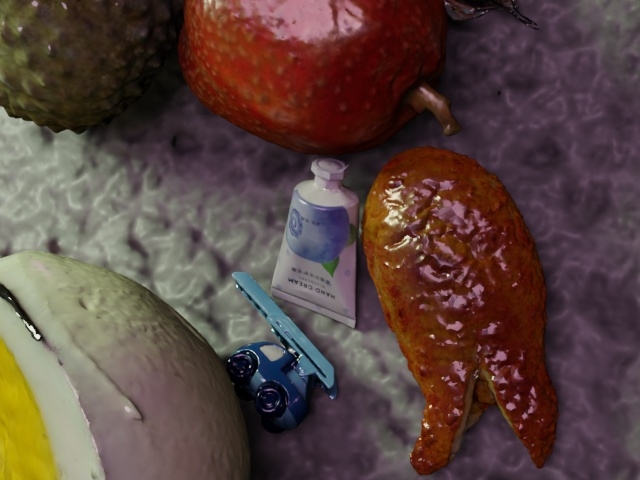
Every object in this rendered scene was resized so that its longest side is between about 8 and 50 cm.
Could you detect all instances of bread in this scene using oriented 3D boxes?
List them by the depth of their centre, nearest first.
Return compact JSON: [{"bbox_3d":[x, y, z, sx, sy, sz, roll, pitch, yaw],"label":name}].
[{"bbox_3d":[0.110,0.054,1.028,0.139,0.095,0.269,-14,79,21],"label":"bread"}]

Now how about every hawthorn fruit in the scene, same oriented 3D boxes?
[{"bbox_3d":[0.011,-0.156,1.044,0.253,0.205,0.205,35,93,10],"label":"hawthorn fruit"}]

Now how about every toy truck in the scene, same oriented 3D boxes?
[{"bbox_3d":[-0.051,0.095,1.091,0.074,0.063,0.136,-39,69,-13],"label":"toy truck"}]

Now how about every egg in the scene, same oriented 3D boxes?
[{"bbox_3d":[-0.160,0.158,1.027,0.201,0.337,0.337,-20,70,-32],"label":"egg"}]

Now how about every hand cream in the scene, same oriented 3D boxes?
[{"bbox_3d":[0.000,0.000,1.074,0.084,0.053,0.142,21,119,23],"label":"hand cream"}]

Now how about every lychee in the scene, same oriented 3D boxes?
[{"bbox_3d":[-0.229,-0.226,1.097,0.255,0.274,0.255,-17,60,33],"label":"lychee"}]

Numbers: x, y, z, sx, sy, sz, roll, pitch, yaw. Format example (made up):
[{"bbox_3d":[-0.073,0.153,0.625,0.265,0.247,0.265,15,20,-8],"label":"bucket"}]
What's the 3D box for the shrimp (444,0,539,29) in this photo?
[{"bbox_3d":[0.108,-0.233,1.090,0.190,0.075,0.073,41,62,9],"label":"shrimp"}]
